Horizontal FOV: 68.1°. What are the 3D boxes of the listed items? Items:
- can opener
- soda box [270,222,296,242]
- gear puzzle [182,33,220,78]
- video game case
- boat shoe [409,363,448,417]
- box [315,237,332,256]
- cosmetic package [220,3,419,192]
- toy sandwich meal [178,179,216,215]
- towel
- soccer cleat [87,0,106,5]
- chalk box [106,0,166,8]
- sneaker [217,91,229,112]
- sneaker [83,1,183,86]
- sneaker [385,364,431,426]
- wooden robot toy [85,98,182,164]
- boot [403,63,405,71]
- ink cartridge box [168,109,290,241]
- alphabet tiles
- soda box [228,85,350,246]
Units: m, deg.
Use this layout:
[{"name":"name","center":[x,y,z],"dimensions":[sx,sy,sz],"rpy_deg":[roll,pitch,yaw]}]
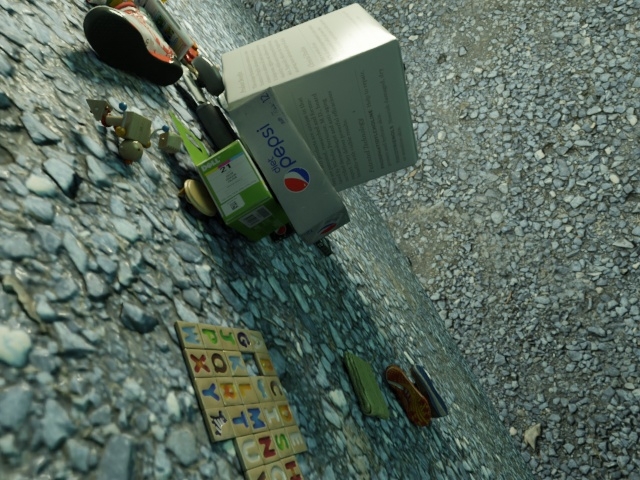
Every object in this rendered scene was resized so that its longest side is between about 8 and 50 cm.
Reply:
[{"name":"can opener","center":[-0.245,-0.314,1.138],"dimensions":[0.284,0.095,0.076],"rpy_deg":[57,14,4]},{"name":"soda box","center":[-0.076,-0.041,1.162],"dimensions":[0.053,0.060,0.169],"rpy_deg":[59,15,-2]},{"name":"gear puzzle","center":[-0.395,-0.567,1.299],"dimensions":[0.339,0.044,0.176],"rpy_deg":[45,19,-37]},{"name":"video game case","center":[-0.359,-0.464,1.051],"dimensions":[0.143,0.019,0.157],"rpy_deg":[51,-28,-20]},{"name":"boat shoe","center":[0.284,0.424,1.307],"dimensions":[0.183,0.066,0.066],"rpy_deg":[59,16,-13]},{"name":"box","center":[0.000,0.000,1.402],"dimensions":[0.083,0.018,0.067],"rpy_deg":[47,17,-33]},{"name":"cosmetic package","center":[-0.008,-0.340,1.212],"dimensions":[0.330,0.393,0.328],"rpy_deg":[-107,177,-48]},{"name":"toy sandwich meal","center":[-0.218,-0.073,0.846],"dimensions":[0.085,0.029,0.086],"rpy_deg":[48,20,-24]},{"name":"towel","center":[0.098,0.314,1.028],"dimensions":[0.110,0.027,0.148],"rpy_deg":[39,21,-50]},{"name":"soccer cleat","center":[-0.462,-0.502,0.981],"dimensions":[0.035,0.029,0.083],"rpy_deg":[40,16,-35]},{"name":"chalk box","center":[-0.460,-0.641,1.087],"dimensions":[0.213,0.132,0.132],"rpy_deg":[56,16,5]},{"name":"sneaker","center":[-0.227,-0.394,1.403],"dimensions":[0.166,0.076,0.065],"rpy_deg":[32,29,-58]},{"name":"sneaker","center":[-0.382,-0.407,0.918],"dimensions":[0.145,0.090,0.270],"rpy_deg":[57,11,8]},{"name":"sneaker","center":[0.227,0.392,1.212],"dimensions":[0.175,0.064,0.067],"rpy_deg":[60,5,4]},{"name":"wooden robot toy","center":[-0.296,-0.155,0.744],"dimensions":[0.173,0.076,0.079],"rpy_deg":[20,73,-66]},{"name":"boot","center":[0.179,-0.468,1.242],"dimensions":[0.121,0.045,0.099],"rpy_deg":[127,-54,-83]},{"name":"ink cartridge box","center":[-0.172,-0.141,0.930],"dimensions":[0.255,0.097,0.189],"rpy_deg":[60,2,13]},{"name":"alphabet tiles","center":[-0.096,0.222,0.643],"dimensions":[0.198,0.009,0.237],"rpy_deg":[29,30,-61]},{"name":"soda box","center":[-0.058,-0.137,0.880],"dimensions":[0.286,0.098,0.091],"rpy_deg":[59,1,17]}]
